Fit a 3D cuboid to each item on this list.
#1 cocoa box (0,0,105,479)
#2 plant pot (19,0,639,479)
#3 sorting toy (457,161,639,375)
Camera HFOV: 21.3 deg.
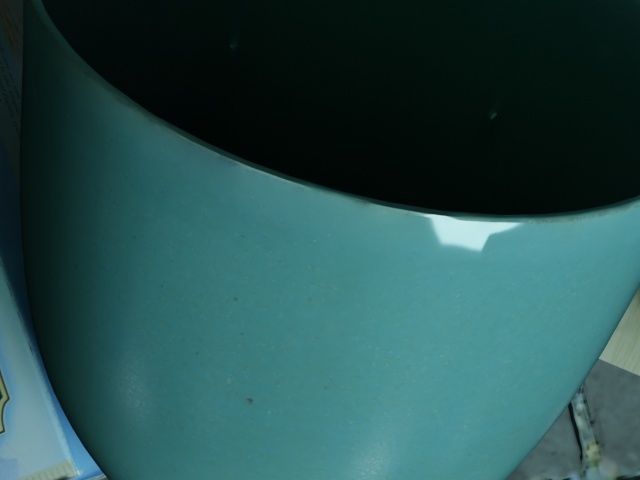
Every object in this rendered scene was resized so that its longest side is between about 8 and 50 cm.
[{"bbox_3d":[-0.229,-0.012,0.943,0.228,0.231,0.347,-22,85,19],"label":"cocoa box"},{"bbox_3d":[0.000,0.000,0.762,0.293,0.293,0.235,27,126,17],"label":"plant pot"},{"bbox_3d":[0.195,-0.050,0.864,0.255,0.089,0.257,23,100,18],"label":"sorting toy"}]
